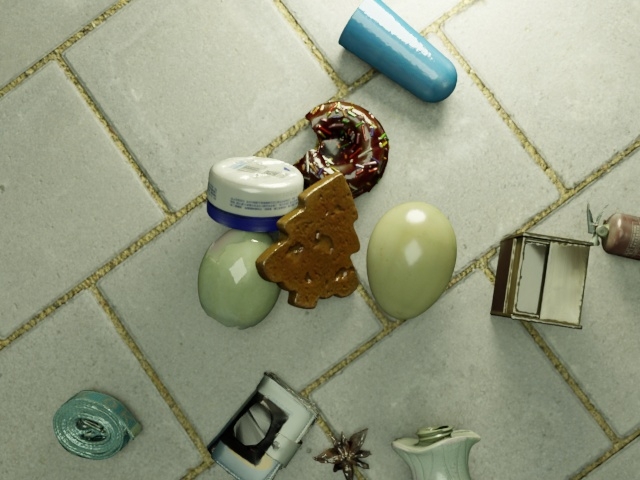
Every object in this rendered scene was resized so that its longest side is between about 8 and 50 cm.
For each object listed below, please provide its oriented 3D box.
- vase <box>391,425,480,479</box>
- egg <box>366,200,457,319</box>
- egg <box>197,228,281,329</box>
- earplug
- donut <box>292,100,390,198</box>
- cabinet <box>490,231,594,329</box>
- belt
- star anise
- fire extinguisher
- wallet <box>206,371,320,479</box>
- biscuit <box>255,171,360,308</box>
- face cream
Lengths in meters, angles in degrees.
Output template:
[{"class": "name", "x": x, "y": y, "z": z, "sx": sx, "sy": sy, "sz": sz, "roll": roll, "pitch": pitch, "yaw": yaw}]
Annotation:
[{"class": "vase", "x": 0.264, "y": 0.606, "z": 1.391, "sx": 0.250, "sy": 0.250, "sz": 0.445, "roll": -8, "pitch": 79, "yaw": 3}, {"class": "egg", "x": 0.190, "y": 0.043, "z": 1.462, "sx": 0.188, "sy": 0.188, "sz": 0.253, "roll": 14, "pitch": 95, "yaw": 5}, {"class": "egg", "x": -0.166, "y": 0.069, "z": 1.480, "sx": 0.183, "sy": 0.183, "sz": 0.217, "roll": 26, "pitch": 104, "yaw": 5}, {"class": "earplug", "x": 0.185, "y": -0.411, "z": 1.535, "sx": 0.273, "sy": 0.132, "sz": 0.132, "roll": 38, "pitch": 89, "yaw": 2}, {"class": "donut", "x": 0.045, "y": -0.199, "z": 1.537, "sx": 0.216, "sy": 0.096, "sz": 0.230, "roll": 29, "pitch": 87, "yaw": 6}, {"class": "cabinet", "x": 0.455, "y": 0.085, "z": 1.426, "sx": 0.148, "sy": 0.215, "sz": 0.175, "roll": 9, "pitch": 86, "yaw": 4}, {"class": "belt", "x": -0.501, "y": 0.409, "z": 1.530, "sx": 0.147, "sy": 0.082, "sz": 0.163, "roll": -41, "pitch": 91, "yaw": 10}, {"class": "star anise", "x": 0.063, "y": 0.457, "z": 1.500, "sx": 0.124, "sy": 0.056, "sz": 0.129, "roll": 40, "pitch": 92, "yaw": -6}, {"class": "fire extinguisher", "x": 0.695, "y": -0.007, "z": 1.477, "sx": 0.269, "sy": 0.105, "sz": 0.105, "roll": 13, "pitch": 86, "yaw": 4}, {"class": "wallet", "x": -0.124, "y": 0.422, "z": 1.513, "sx": 0.170, "sy": 0.069, "sz": 0.231, "roll": 38, "pitch": 87, "yaw": 11}, {"class": "biscuit", "x": -0.001, "y": 0.000, "z": 1.470, "sx": 0.278, "sy": 0.043, "sz": 0.301, "roll": 22, "pitch": 84, "yaw": -40}, {"class": "face cream", "x": -0.139, "y": -0.106, "z": 1.476, "sx": 0.206, "sy": 0.206, "sz": 0.111, "roll": 11, "pitch": 114, "yaw": 5}]
